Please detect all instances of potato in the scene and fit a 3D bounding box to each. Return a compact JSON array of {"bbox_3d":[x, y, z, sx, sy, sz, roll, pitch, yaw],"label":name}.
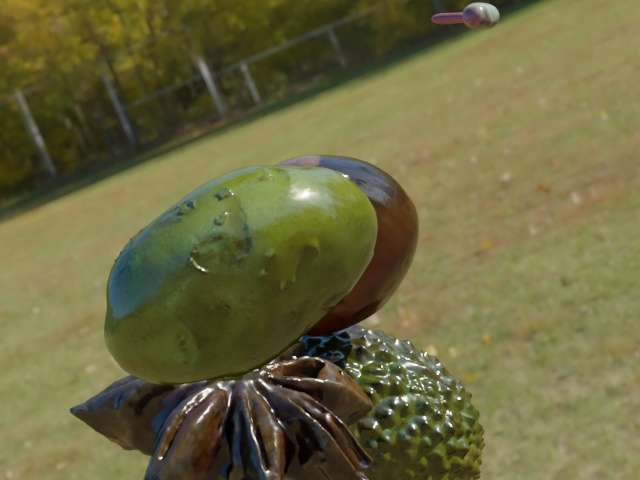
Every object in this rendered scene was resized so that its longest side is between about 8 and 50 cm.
[{"bbox_3d":[-0.072,0.022,1.275,0.253,0.148,0.186,-28,-36,-22],"label":"potato"}]

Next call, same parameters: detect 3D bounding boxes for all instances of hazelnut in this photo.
[{"bbox_3d":[0.000,0.000,1.621,0.214,0.214,0.176,-22,34,9],"label":"hazelnut"}]

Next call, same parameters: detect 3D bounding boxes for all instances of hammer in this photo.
[{"bbox_3d":[0.167,-0.264,1.790,0.083,0.031,0.052,4,5,36],"label":"hammer"}]

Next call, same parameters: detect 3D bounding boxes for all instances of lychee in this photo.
[{"bbox_3d":[0.025,0.225,1.738,0.320,0.270,0.270,15,26,27],"label":"lychee"}]

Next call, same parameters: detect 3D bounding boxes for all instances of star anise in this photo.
[{"bbox_3d":[-0.094,0.168,1.506,0.315,0.108,0.315,5,29,-3],"label":"star anise"}]
